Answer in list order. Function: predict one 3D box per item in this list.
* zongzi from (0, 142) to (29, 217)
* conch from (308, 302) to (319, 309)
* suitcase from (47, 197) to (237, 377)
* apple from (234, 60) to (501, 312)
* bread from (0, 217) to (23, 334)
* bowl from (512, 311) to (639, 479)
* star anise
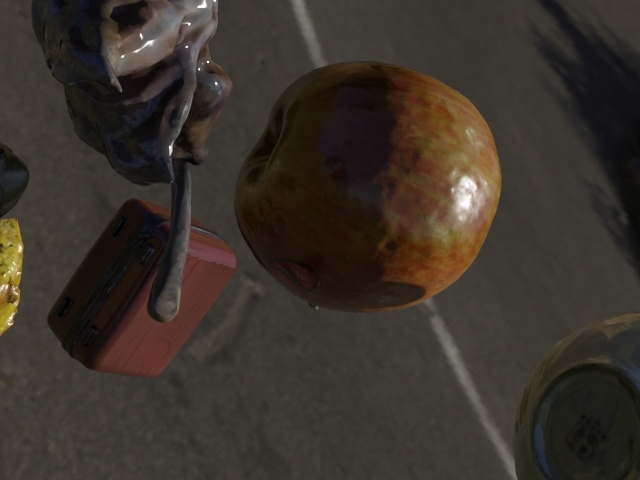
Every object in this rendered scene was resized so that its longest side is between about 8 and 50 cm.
[{"bbox_3d":[-0.425,-0.079,1.281,0.242,0.112,0.221,36,24,3],"label":"zongzi"},{"bbox_3d":[-0.009,-0.007,1.851,0.114,0.234,0.137,1,65,-31],"label":"conch"},{"bbox_3d":[-0.307,0.086,2.287,0.161,0.297,0.236,40,10,30],"label":"suitcase"},{"bbox_3d":[0.035,-0.065,1.409,0.250,0.309,0.277,26,58,-40],"label":"apple"},{"bbox_3d":[-0.484,0.081,1.686,0.260,0.160,0.147,-12,55,-37],"label":"bread"},{"bbox_3d":[0.294,0.193,1.265,0.145,0.277,0.277,19,32,-47],"label":"bowl"},{"bbox_3d":[-0.139,-0.152,0.928,0.316,0.139,0.359,55,37,-67],"label":"star anise"}]
